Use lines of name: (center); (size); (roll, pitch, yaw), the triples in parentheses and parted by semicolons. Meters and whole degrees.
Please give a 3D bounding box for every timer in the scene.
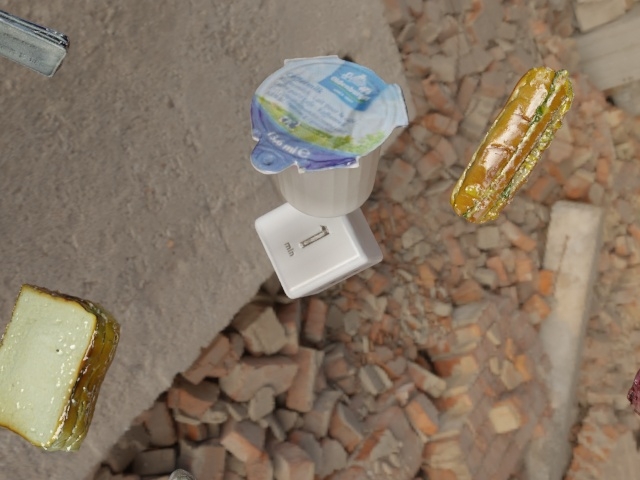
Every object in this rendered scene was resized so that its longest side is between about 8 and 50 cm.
timer: (0.000, 0.000, 1.673); (0.194, 0.195, 0.192); (64, 15, 8)

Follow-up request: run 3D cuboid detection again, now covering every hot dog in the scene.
hot dog: (0.287, -0.139, 1.138); (0.115, 0.269, 0.072); (12, 28, -34)

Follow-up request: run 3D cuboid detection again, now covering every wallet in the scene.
wallet: (-0.622, -0.407, 1.522); (0.222, 0.167, 0.036); (20, 72, -27)

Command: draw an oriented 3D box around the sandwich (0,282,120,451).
sandwich: (-0.547, 0.254, 1.538); (0.099, 0.271, 0.301); (34, 73, -61)

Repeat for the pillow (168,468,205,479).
pillow: (-0.285, 0.572, 1.480); (0.131, 0.038, 0.233); (52, 46, -44)

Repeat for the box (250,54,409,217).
box: (0.001, -0.148, 1.330); (0.291, 0.262, 0.206); (-50, 157, -27)

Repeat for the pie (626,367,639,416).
pie: (0.399, 0.137, 0.826); (0.153, 0.038, 0.154); (-18, 132, -21)
